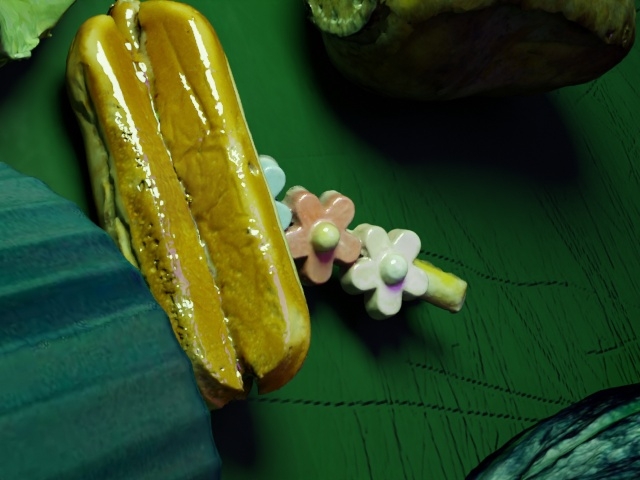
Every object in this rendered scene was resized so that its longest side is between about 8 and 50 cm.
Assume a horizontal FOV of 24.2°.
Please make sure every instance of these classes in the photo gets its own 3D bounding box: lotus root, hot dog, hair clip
[{"bbox_3d":[0.099,-0.171,0.987,0.275,0.160,0.152,-5,81,-49],"label":"lotus root"},{"bbox_3d":[-0.072,-0.027,0.771,0.092,0.062,0.236,-13,75,-12],"label":"hot dog"},{"bbox_3d":[0.004,0.001,0.854,0.214,0.056,0.062,25,82,-37],"label":"hair clip"}]

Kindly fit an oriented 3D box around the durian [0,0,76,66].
[{"bbox_3d":[-0.130,-0.197,0.705,0.163,0.198,0.394,48,29,-26],"label":"durian"}]

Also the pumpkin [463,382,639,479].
[{"bbox_3d":[0.130,0.221,0.603,0.266,0.363,0.363,53,38,-6],"label":"pumpkin"}]

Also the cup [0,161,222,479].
[{"bbox_3d":[-0.220,0.093,0.430,0.292,0.308,0.242,-15,119,-52],"label":"cup"}]
